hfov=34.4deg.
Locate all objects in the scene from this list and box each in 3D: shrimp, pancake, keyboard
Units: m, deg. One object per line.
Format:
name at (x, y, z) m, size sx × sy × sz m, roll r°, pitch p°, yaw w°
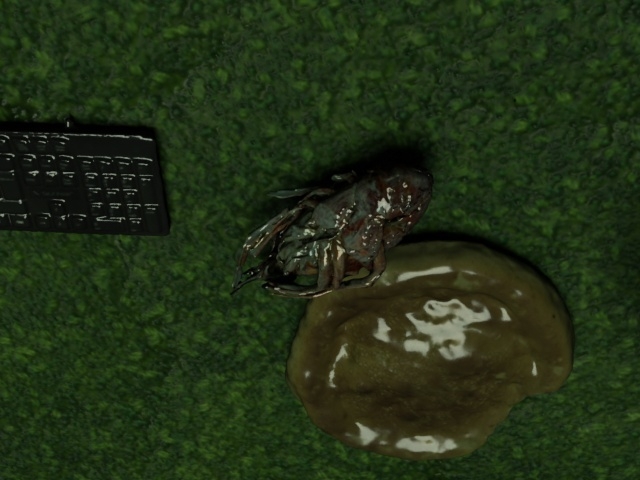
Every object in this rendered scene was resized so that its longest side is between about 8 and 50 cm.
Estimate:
shrimp at (0.001, -0.001, 0.722) m, size 0.190 × 0.075 × 0.073 m, roll -23°, pitch 156°, yaw 36°
pancake at (0.081, 0.095, 0.807) m, size 0.236 × 0.042 × 0.222 m, roll -28°, pitch 123°, yaw 28°
keyboard at (-0.265, -0.048, 0.747) m, size 0.309 × 0.018 × 0.101 m, roll 3°, pitch 131°, yaw 5°
